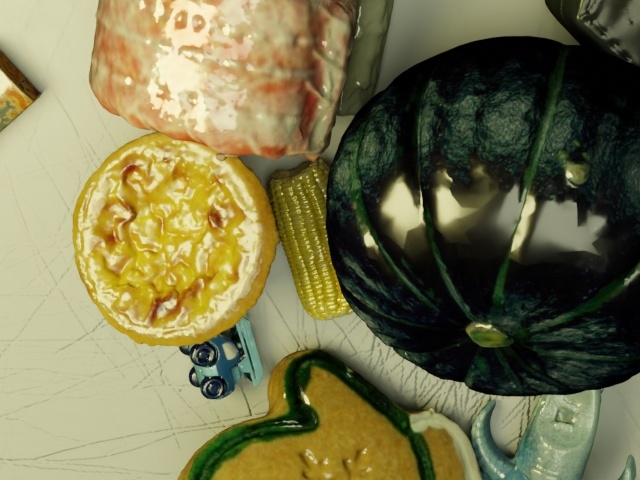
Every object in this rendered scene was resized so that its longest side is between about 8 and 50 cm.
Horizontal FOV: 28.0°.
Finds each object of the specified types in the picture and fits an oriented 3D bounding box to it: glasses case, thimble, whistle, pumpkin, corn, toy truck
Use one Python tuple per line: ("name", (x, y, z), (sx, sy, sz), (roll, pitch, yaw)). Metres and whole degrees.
("glasses case", (-0.383, -0.098, 1.272), (0.218, 0.049, 0.075), (-39, 106, 11))
("thimble", (-0.086, -0.174, 1.166), (0.239, 0.239, 0.162), (14, 107, -6))
("whistle", (0.241, 0.265, 1.395), (0.180, 0.093, 0.269), (20, 108, 18))
("pumpkin", (0.185, -0.014, 1.177), (0.363, 0.266, 0.363), (10, 145, 7))
("corn", (0.000, 0.000, 1.313), (0.085, 0.063, 0.165), (-13, 109, 28))
("toy truck", (-0.111, 0.098, 1.344), (0.074, 0.063, 0.136), (-21, 110, -17))

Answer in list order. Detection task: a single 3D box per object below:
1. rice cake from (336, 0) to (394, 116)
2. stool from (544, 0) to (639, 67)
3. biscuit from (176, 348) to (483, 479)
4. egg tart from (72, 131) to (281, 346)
("rice cake", (0.049, -0.243, 1.232), (0.052, 0.057, 0.256), (10, 108, -4))
("stool", (0.331, -0.247, 1.195), (0.232, 0.141, 0.232), (0, 109, -1))
("biscuit", (0.014, 0.252, 1.328), (0.343, 0.057, 0.288), (1, 74, -21))
("egg tart", (-0.122, -0.002, 1.242), (0.202, 0.147, 0.203), (0, 91, 13))
